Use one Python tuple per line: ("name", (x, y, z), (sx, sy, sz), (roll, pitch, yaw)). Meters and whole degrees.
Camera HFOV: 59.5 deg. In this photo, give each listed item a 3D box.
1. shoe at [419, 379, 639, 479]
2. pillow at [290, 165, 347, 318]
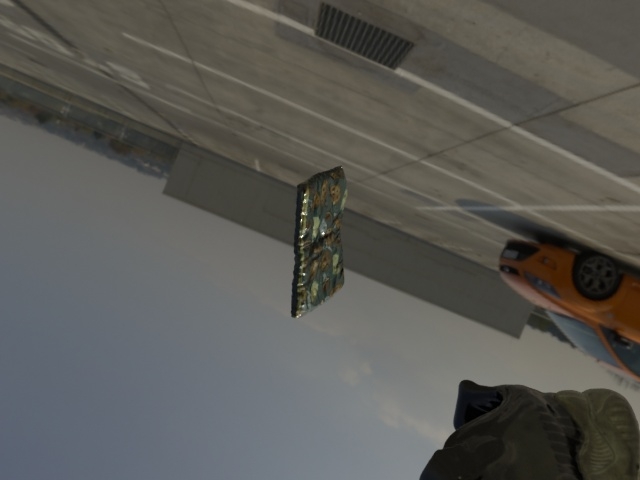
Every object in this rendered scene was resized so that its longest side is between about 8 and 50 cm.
("shoe", (0.106, 0.146, 0.299), (0.112, 0.099, 0.227), (13, -160, 25))
("pillow", (0.001, 0.001, 1.011), (0.034, 0.255, 0.189), (9, -161, 23))
